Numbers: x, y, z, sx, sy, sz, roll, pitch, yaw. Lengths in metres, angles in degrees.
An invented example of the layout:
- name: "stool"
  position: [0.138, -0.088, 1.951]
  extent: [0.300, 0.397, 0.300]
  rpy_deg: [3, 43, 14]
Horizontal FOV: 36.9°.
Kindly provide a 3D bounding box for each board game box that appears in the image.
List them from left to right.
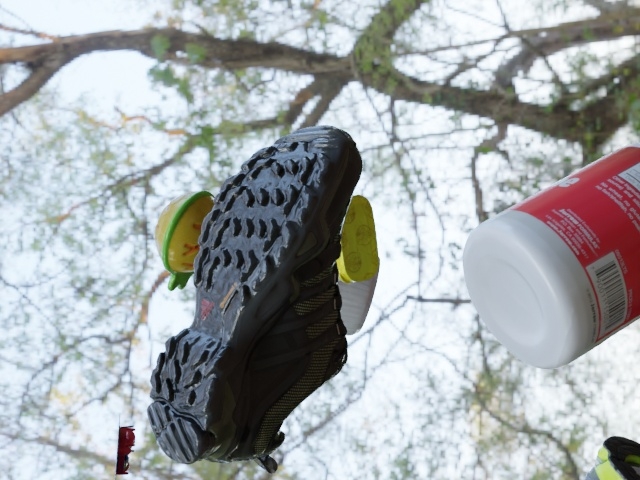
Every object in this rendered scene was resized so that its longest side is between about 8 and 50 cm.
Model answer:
- name: "board game box"
  position: [-0.360, 0.389, 1.770]
  extent: [0.169, 0.033, 0.133]
  rpy_deg: [132, 141, -73]

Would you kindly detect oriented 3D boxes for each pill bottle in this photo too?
- name: "pill bottle"
  position: [0.427, -0.002, 1.389]
  extent: [0.407, 0.229, 0.229]
  rpy_deg: [-27, -61, -22]

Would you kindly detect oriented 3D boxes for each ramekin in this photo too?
- name: "ramekin"
  position: [0.046, 0.097, 1.950]
  extent: [0.207, 0.109, 0.207]
  rpy_deg: [-163, 90, -86]

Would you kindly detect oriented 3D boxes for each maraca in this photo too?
- name: "maraca"
  position: [-0.198, 0.002, 1.461]
  extent: [0.127, 0.099, 0.186]
  rpy_deg: [-43, -25, -36]

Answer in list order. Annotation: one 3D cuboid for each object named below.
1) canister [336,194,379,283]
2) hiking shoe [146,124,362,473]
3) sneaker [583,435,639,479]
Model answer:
- name: "canister"
  position: [0.000, 0.000, 1.437]
  extent: [0.073, 0.169, 0.126]
  rpy_deg: [-11, -85, -41]
- name: "hiking shoe"
  position: [-0.025, 0.038, 0.618]
  extent: [0.114, 0.086, 0.227]
  rpy_deg: [25, -89, -48]
- name: "sneaker"
  position: [0.447, 0.392, 1.210]
  extent: [0.111, 0.300, 0.121]
  rpy_deg: [-10, -42, -38]
